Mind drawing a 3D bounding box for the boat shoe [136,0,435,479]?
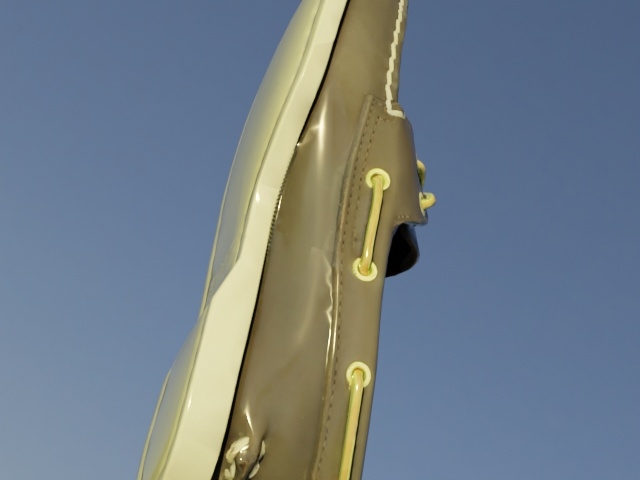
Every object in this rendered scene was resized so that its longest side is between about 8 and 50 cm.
[{"bbox_3d":[0.000,0.000,0.569,0.069,0.227,0.081,21,-29,-10],"label":"boat shoe"}]
